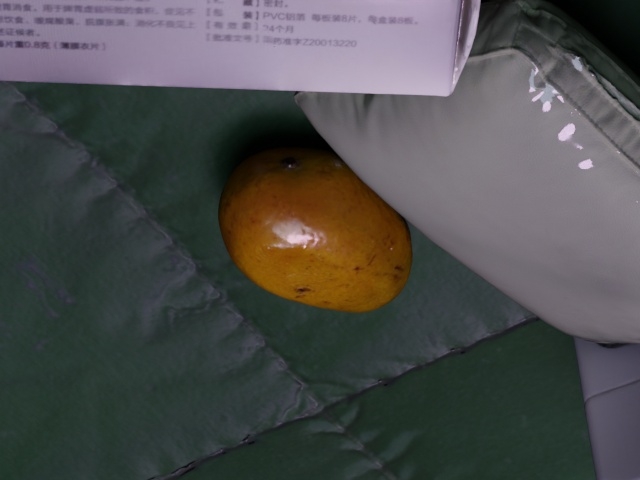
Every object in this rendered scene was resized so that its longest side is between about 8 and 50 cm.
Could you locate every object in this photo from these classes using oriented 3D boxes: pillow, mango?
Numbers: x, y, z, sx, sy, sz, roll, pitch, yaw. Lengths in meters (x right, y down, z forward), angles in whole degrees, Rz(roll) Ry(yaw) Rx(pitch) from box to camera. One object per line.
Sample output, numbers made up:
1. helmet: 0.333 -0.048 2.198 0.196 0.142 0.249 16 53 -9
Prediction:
1. pillow: 0.161 -0.033 1.243 0.322 0.120 0.255 37 157 -26
2. mango: 0.003 -0.005 1.332 0.165 0.089 0.115 25 129 -26

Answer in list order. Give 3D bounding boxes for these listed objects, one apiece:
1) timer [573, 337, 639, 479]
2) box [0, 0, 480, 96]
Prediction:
1. timer: 0.318 0.145 1.409 0.192 0.194 0.195 -22 129 18
2. box: -0.069 -0.194 1.093 0.332 0.173 0.145 1 135 -3
